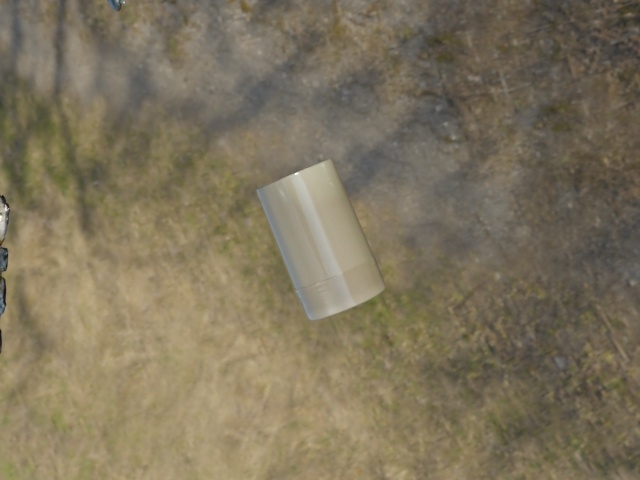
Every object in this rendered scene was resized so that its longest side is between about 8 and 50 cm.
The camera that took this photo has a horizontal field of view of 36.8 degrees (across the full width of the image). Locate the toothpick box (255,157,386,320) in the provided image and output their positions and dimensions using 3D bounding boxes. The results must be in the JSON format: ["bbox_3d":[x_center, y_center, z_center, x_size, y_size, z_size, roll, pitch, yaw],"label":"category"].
[{"bbox_3d":[0.000,0.000,1.208,0.111,0.111,0.181,-16,97,60],"label":"toothpick box"}]

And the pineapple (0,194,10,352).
[{"bbox_3d":[-0.244,0.012,0.484,0.161,0.136,0.176,-47,50,48],"label":"pineapple"}]

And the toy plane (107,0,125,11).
[{"bbox_3d":[-0.235,-0.290,1.062,0.031,0.078,0.083,23,140,40],"label":"toy plane"}]
